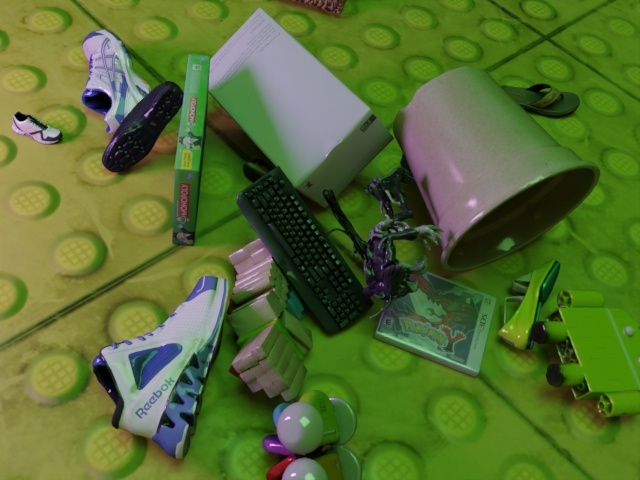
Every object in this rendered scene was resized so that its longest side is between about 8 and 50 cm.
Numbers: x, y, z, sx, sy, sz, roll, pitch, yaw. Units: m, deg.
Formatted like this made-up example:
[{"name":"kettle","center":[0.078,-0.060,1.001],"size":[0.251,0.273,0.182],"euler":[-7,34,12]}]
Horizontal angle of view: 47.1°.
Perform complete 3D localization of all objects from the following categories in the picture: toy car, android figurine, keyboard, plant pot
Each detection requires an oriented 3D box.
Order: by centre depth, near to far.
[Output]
[{"name":"toy car","center":[-0.025,0.324,1.129],"size":[0.136,0.159,0.181],"euler":[-11,79,30]},{"name":"android figurine","center":[0.521,0.205,1.353],"size":[0.273,0.056,0.248],"euler":[4,57,-23]},{"name":"keyboard","center":[0.000,0.000,1.363],"size":[0.201,0.033,0.317],"euler":[-40,99,-35]},{"name":"plant pot","center":[0.305,-0.155,1.424],"size":[0.334,0.333,0.305],"euler":[-19,66,-24]}]

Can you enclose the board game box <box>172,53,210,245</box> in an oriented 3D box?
[{"name":"board game box","center":[-0.251,-0.180,1.436],"size":[0.046,0.213,0.317],"euler":[4,51,-8]}]

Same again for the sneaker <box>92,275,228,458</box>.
[{"name":"sneaker","center":[-0.264,0.182,1.198],"size":[0.182,0.127,0.315],"euler":[15,52,-2]}]

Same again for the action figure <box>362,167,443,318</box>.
[{"name":"action figure","center":[0.146,0.010,1.336],"size":[0.141,0.164,0.275],"euler":[6,65,-11]}]

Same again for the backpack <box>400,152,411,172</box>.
[{"name":"backpack","center":[0.244,-0.191,1.620],"size":[0.101,0.098,0.120],"euler":[44,55,16]}]

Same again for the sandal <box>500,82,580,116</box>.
[{"name":"sandal","center":[0.550,-0.366,1.844],"size":[0.220,0.060,0.090],"euler":[10,51,-3]}]

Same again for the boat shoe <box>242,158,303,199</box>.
[{"name":"boat shoe","center":[-0.092,-0.127,1.527],"size":[0.152,0.056,0.049],"euler":[35,59,17]}]

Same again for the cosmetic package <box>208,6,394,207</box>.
[{"name":"cosmetic package","center":[-0.059,-0.278,1.527],"size":[0.217,0.156,0.385],"euler":[-44,64,7]}]

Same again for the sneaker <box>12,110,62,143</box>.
[{"name":"sneaker","center":[-0.589,-0.234,1.521],"size":[0.109,0.043,0.040],"euler":[16,48,0]}]

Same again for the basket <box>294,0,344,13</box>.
[{"name":"basket","center":[-0.002,-0.792,1.977],"size":[0.223,0.213,0.299],"euler":[17,50,1]}]

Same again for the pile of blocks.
[{"name":"pile of blocks","center":[-0.102,0.137,1.300],"size":[0.113,0.149,0.362],"euler":[-28,38,21]}]

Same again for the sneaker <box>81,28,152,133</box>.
[{"name":"sneaker","center":[-0.468,-0.351,1.596],"size":[0.131,0.111,0.296],"euler":[-24,59,-26]}]

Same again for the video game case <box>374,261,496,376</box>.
[{"name":"video game case","center":[0.222,0.145,1.393],"size":[0.201,0.023,0.183],"euler":[20,51,6]}]

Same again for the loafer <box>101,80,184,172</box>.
[{"name":"loafer","center":[-0.364,-0.233,1.503],"size":[0.223,0.076,0.078],"euler":[-49,34,2]}]

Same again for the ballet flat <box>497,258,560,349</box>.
[{"name":"ballet flat","center":[0.402,0.112,1.428],"size":[0.077,0.077,0.231],"euler":[15,50,23]}]
